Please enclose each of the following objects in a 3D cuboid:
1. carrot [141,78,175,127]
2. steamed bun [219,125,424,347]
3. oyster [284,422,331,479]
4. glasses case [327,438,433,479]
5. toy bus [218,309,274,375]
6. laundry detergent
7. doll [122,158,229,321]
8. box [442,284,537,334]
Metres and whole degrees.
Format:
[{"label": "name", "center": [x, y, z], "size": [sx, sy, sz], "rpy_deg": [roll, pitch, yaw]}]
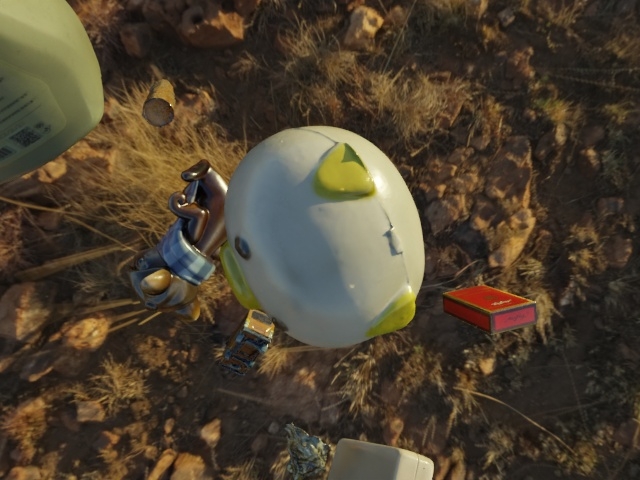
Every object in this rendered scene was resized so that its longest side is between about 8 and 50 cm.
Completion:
[{"label": "carrot", "center": [-0.498, -0.451, 1.748], "size": [0.102, 0.101, 0.263], "rpy_deg": [-17, 38, 3]}, {"label": "steamed bun", "center": [0.005, -0.004, 0.927], "size": [0.334, 0.334, 0.373], "rpy_deg": [-25, 110, 1]}, {"label": "oyster", "center": [-0.029, 0.456, 1.180], "size": [0.109, 0.165, 0.053], "rpy_deg": [8, 39, 15]}, {"label": "glasses case", "center": [0.108, 0.492, 1.139], "size": [0.076, 0.336, 0.143], "rpy_deg": [22, 70, -12]}, {"label": "toy bus", "center": [-0.220, 0.304, 1.667], "size": [0.098, 0.114, 0.201], "rpy_deg": [27, 129, -12]}, {"label": "laundry detergent", "center": [-0.255, -0.115, 0.305], "size": [0.181, 0.253, 0.091], "rpy_deg": [-25, 71, 9]}, {"label": "doll", "center": [-0.301, 0.000, 1.256], "size": [0.209, 0.318, 0.339], "rpy_deg": [30, 84, 24]}, {"label": "box", "center": [0.478, 0.193, 1.597], "size": [0.153, 0.240, 0.074], "rpy_deg": [-5, 99, -19]}]
